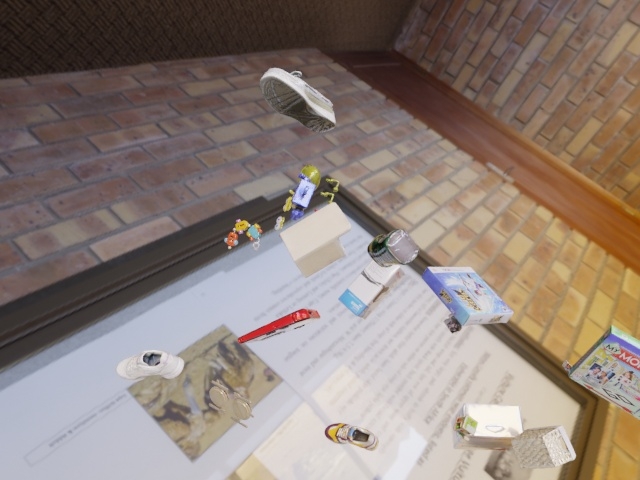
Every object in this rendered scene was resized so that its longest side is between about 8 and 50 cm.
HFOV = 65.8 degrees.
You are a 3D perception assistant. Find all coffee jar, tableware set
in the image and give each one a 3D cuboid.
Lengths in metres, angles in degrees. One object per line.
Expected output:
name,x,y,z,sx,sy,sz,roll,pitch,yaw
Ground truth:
coffee jar,0.198,0.026,1.391,0.079,0.096,0.184,-43,-176,-13
tableware set,-0.336,0.610,1.881,0.039,0.194,0.128,-29,135,-57

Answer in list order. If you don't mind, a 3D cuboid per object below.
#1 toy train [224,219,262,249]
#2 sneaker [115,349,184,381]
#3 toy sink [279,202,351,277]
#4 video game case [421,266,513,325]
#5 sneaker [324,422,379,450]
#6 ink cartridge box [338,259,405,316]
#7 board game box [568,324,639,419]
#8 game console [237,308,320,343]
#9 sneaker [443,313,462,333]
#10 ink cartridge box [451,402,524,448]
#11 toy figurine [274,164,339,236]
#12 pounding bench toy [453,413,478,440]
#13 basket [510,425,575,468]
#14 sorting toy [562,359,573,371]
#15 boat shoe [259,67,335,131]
toy train,-0.302,-0.017,1.995,0.046,0.166,0.125,13,87,-65
sneaker,-0.696,0.478,1.958,0.152,0.305,0.114,57,29,-47
toy sink,0.000,0.000,1.777,0.234,0.152,0.131,-31,140,-1
video game case,0.557,0.205,1.885,0.244,0.269,0.061,1,126,-32
sneaker,0.091,0.616,1.581,0.084,0.186,0.069,60,39,-47
ink cartridge box,0.251,0.218,2.364,0.307,0.129,0.223,-49,159,0
board game box,0.942,0.415,1.457,0.046,0.317,0.213,-41,158,-52
game console,-0.183,0.417,2.364,0.342,0.060,0.386,-26,167,5
sneaker,0.628,0.376,2.274,0.072,0.077,0.178,-19,155,-8
ink cartridge box,0.670,0.763,2.013,0.306,0.226,0.131,85,8,-57
toy figurine,-0.038,-0.175,1.968,0.217,0.191,0.362,110,4,-69
pounding bench toy,0.497,0.658,1.720,0.083,0.052,0.065,-56,-176,-35
basket,0.750,0.705,1.682,0.103,0.113,0.167,-8,160,-30
sorting toy,0.908,0.464,1.796,0.012,0.062,0.083,-32,149,-7
boat shoe,-0.063,-0.436,1.506,0.118,0.103,0.320,-13,159,36
